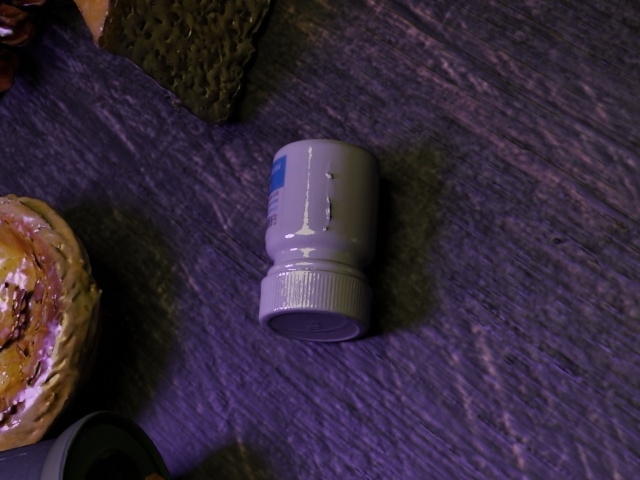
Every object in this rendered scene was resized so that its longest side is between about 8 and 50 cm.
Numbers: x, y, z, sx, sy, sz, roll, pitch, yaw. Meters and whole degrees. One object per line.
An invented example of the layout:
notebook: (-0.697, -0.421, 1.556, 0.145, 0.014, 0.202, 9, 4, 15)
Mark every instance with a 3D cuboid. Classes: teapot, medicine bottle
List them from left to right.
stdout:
teapot: (-0.315, 0.313, 1.568, 0.337, 0.200, 0.270, -15, 64, 23)
medicine bottle: (0.000, 0.000, 1.569, 0.105, 0.105, 0.168, -9, 66, 31)

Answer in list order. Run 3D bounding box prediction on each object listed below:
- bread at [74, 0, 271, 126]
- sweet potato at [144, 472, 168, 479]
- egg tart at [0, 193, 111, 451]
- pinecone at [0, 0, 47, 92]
bread: (-0.234, -0.261, 1.752, 0.315, 0.248, 0.279, -6, 66, 36)
sweet potato: (-0.041, 0.338, 1.452, 0.112, 0.112, 0.359, -45, 70, 10)
egg tart: (-0.320, 0.097, 1.736, 0.290, 0.115, 0.290, -15, 63, 31)
pinecone: (-0.408, -0.259, 1.893, 0.201, 0.202, 0.229, -25, 51, 61)
